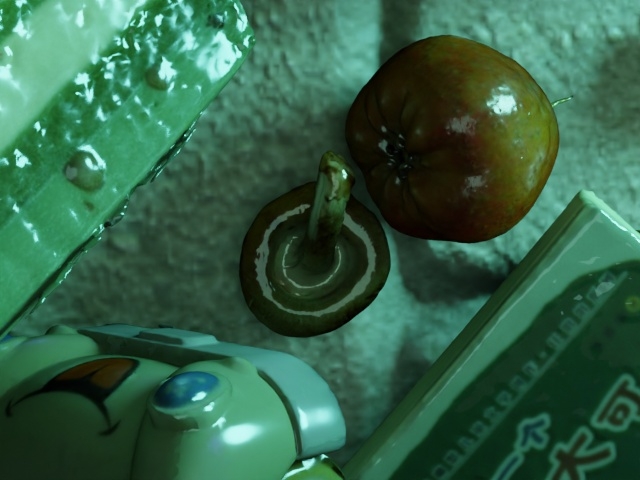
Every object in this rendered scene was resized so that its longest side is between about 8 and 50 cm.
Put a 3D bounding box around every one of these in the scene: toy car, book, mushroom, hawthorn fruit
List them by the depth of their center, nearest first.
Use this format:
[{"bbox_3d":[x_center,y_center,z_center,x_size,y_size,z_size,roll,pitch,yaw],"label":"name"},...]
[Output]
[{"bbox_3d":[-0.131,0.224,1.045,0.226,0.242,0.336,-8,100,-44],"label":"toy car"},{"bbox_3d":[0.080,-0.057,1.146,0.125,0.140,0.125,2,94,22],"label":"hawthorn fruit"},{"bbox_3d":[0.003,-0.005,1.151,0.088,0.073,0.130,21,127,4],"label":"mushroom"},{"bbox_3d":[0.216,0.178,1.199,0.371,0.043,0.260,38,97,-14],"label":"book"}]

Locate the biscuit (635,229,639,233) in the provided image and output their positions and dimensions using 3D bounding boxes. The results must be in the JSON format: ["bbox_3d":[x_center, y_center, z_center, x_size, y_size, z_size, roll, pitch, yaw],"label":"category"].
[{"bbox_3d":[0.201,0.086,1.218,0.187,0.027,0.188,-1,97,-9],"label":"biscuit"}]

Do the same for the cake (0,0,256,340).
[{"bbox_3d":[-0.192,-0.074,1.109,0.283,0.172,0.158,-48,115,-25],"label":"cake"}]
